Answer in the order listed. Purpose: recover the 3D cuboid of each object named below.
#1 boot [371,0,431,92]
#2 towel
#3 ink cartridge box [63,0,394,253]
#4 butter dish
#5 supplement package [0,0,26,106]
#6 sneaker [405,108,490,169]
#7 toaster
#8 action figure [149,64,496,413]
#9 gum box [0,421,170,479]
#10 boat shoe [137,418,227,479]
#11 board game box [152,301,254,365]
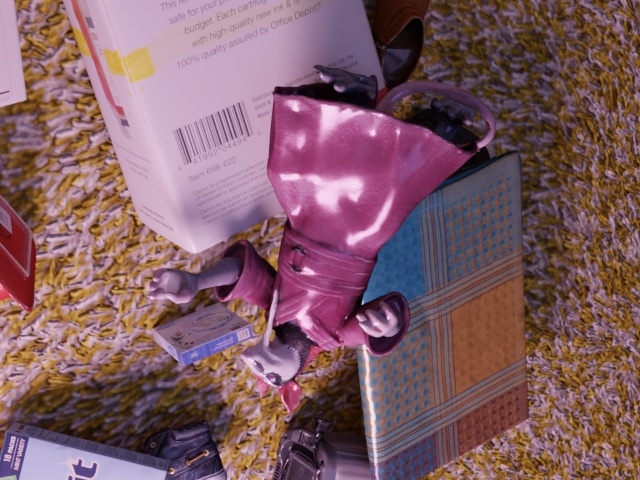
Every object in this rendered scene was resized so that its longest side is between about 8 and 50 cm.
[{"bbox_3d":[0.098,-0.261,1.554,0.073,0.152,0.197,9,101,-4],"label":"boot"},{"bbox_3d":[0.146,0.098,1.637,0.271,0.040,0.370,-20,116,-34],"label":"towel"},{"bbox_3d":[-0.106,-0.226,1.455,0.279,0.160,0.385,-26,115,-20],"label":"ink cartridge box"},{"bbox_3d":[-0.376,0.008,1.398,0.118,0.160,0.160,-32,119,8],"label":"butter dish"},{"bbox_3d":[-0.371,-0.248,1.275,0.139,0.134,0.244,-18,134,-24],"label":"supplement package"},{"bbox_3d":[0.131,-0.012,1.679,0.130,0.109,0.286,20,95,-37],"label":"sneaker"},{"bbox_3d":[0.020,0.325,1.696,0.146,0.129,0.227,11,96,-34],"label":"toaster"},{"bbox_3d":[0.000,0.000,1.420,0.248,0.276,0.370,24,110,12],"label":"action figure"},{"bbox_3d":[-0.277,0.303,1.531,0.184,0.041,0.157,15,98,-1],"label":"gum box"},{"bbox_3d":[-0.206,0.273,1.601,0.183,0.065,0.083,-17,92,-17],"label":"boat shoe"},{"bbox_3d":[-0.136,0.107,1.571,0.090,0.090,0.020,-21,115,-22],"label":"board game box"}]
